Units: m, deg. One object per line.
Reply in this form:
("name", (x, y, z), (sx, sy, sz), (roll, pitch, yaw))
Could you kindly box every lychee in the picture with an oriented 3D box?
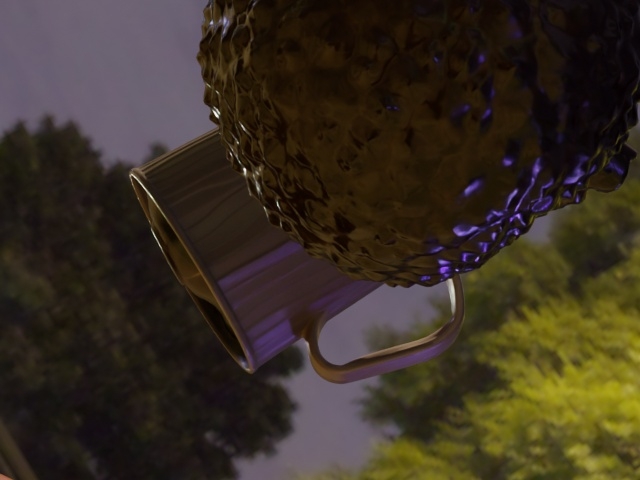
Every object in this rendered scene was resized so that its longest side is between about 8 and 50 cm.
("lychee", (0.059, -0.100, 0.789), (0.260, 0.261, 0.260), (51, -19, 25))

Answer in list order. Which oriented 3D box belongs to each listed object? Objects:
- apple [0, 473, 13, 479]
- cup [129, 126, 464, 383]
("apple", (-0.362, 0.361, 1.162), (0.391, 0.391, 0.346), (65, -7, -19))
("cup", (-0.005, -0.013, 1.316), (0.288, 0.273, 0.208), (48, -16, 45))
